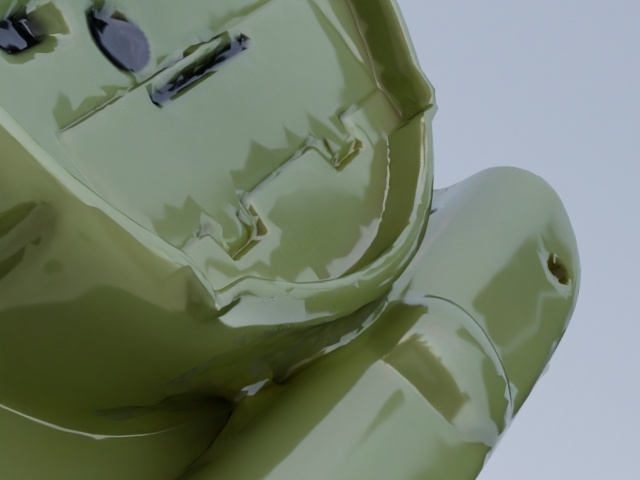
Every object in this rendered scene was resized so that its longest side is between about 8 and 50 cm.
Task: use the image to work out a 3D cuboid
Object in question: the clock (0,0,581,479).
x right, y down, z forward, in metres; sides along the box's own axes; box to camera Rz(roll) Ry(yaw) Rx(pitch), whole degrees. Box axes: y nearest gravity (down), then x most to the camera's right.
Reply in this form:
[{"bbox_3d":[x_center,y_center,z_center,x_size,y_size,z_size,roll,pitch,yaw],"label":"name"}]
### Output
[{"bbox_3d":[-0.078,-0.055,0.514,0.117,0.286,0.348,-32,-83,32],"label":"clock"}]
